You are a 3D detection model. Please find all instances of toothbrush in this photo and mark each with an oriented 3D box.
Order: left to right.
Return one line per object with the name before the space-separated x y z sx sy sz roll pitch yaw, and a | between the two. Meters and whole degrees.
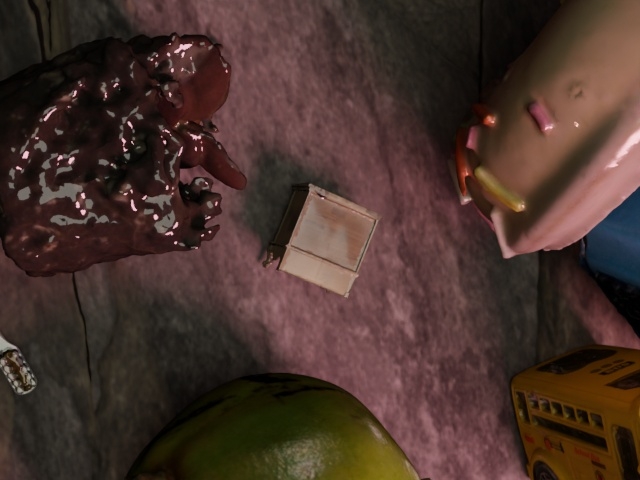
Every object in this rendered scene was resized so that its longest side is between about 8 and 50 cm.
toothbrush | -0.332 -0.016 0.896 0.025 0.030 0.342 -31 98 -17

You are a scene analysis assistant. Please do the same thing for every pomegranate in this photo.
pomegranate | -0.014 0.238 0.894 0.341 0.260 0.260 10 89 -46

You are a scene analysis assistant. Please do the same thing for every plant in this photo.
plant | -0.164 -0.075 0.864 0.234 0.204 0.178 -18 100 -8

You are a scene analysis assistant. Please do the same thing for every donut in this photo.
donut | 0.251 -0.154 0.893 0.142 0.382 0.382 41 81 4

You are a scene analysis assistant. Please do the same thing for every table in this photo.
table | 0.000 0.000 0.973 0.079 0.062 0.083 23 86 -16

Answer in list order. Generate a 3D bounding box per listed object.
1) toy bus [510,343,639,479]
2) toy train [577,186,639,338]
toy bus | 0.297 0.177 0.927 0.144 0.330 0.152 -19 94 -15
toy train | 0.408 0.011 1.009 0.265 0.188 0.300 -49 119 -6
